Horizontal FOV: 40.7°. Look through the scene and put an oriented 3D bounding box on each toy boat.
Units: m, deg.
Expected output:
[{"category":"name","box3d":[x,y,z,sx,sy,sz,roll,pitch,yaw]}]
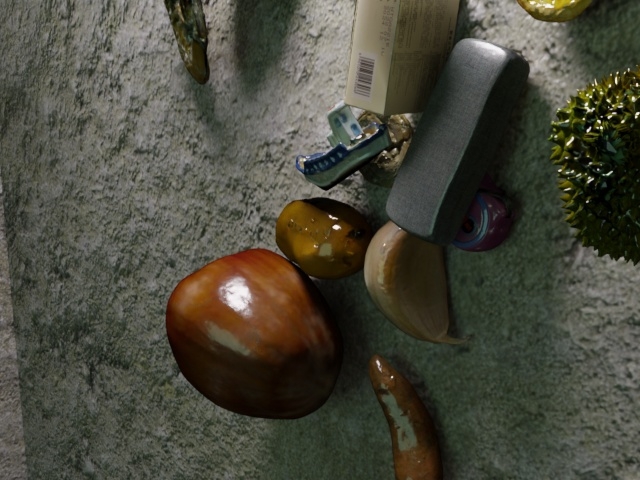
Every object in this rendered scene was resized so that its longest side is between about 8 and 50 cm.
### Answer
[{"category":"toy boat","box3d":[0.031,-0.172,1.554,0.115,0.114,0.262,57,145,0]}]

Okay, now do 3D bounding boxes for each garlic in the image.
[{"category":"garlic","box3d":[0.163,0.069,1.508,0.164,0.145,0.245,-11,91,19]}]

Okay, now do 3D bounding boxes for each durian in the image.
[{"category":"durian","box3d":[0.425,-0.092,1.098,0.291,0.224,0.291,2,100,12]}]

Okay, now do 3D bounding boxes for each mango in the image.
[{"category":"mango","box3d":[0.000,0.000,1.653,0.248,0.156,0.151,14,145,48]}]

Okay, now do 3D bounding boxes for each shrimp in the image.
[{"category":"shrimp","box3d":[-0.295,-0.537,1.820,0.272,0.085,0.445,-122,21,-54]}]

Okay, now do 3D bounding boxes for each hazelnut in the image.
[{"category":"hazelnut","box3d":[-0.126,0.190,1.702,0.365,0.365,0.366,13,107,47]}]

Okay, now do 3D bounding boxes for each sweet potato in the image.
[{"category":"sweet potato","box3d":[0.160,0.345,1.578,0.097,0.097,0.292,-31,68,48]}]

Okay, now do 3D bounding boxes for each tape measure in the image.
[{"category":"tape measure","box3d":[0.256,-0.044,1.402,0.125,0.074,0.118,-54,52,34]}]

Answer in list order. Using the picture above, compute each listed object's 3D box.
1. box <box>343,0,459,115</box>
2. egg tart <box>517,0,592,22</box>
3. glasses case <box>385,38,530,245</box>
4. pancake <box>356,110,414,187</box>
[{"category":"box","box3d":[0.136,-0.320,1.409,0.095,0.168,0.212,24,115,40]},{"category":"egg tart","box3d":[0.346,-0.405,1.221,0.191,0.074,0.191,15,110,47]},{"category":"glasses case","box3d":[0.212,-0.156,1.363,0.131,0.074,0.323,35,105,49]},{"category":"pancake","box3d":[0.114,-0.173,1.576,0.158,0.028,0.158,15,111,44]}]
